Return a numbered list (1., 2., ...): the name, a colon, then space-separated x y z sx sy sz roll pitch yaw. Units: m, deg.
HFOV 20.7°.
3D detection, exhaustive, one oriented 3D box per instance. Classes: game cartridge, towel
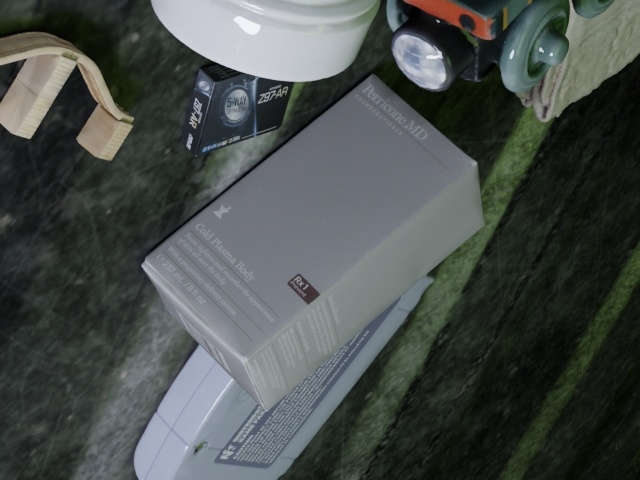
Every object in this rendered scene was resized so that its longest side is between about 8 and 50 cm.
1. game cartridge: -0.031 0.102 1.504 0.294 0.060 0.196 -53 155 9
2. towel: 0.280 -0.233 1.513 0.282 0.049 0.187 -34 151 -26

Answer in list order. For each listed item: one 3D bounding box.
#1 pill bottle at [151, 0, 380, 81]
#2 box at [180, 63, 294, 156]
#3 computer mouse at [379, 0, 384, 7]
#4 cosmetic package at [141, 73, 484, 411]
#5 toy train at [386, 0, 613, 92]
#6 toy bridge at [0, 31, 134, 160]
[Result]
1. pill bottle: 0.002 -0.241 0.983 0.160 0.160 0.283 -19 141 -42
2. box: -0.056 -0.100 1.239 0.083 0.018 0.067 -21 143 -40
3. computer mouse: 0.014 -0.219 1.159 0.071 0.041 0.242 -39 151 -14
4. cosmetic package: 0.000 0.000 1.334 0.238 0.127 0.107 -43 153 -12
5. toy train: 0.159 -0.248 1.203 0.334 0.142 0.190 -45 149 -27
6. toy bridge: -0.174 -0.095 1.071 0.063 0.026 0.188 -56 151 10
